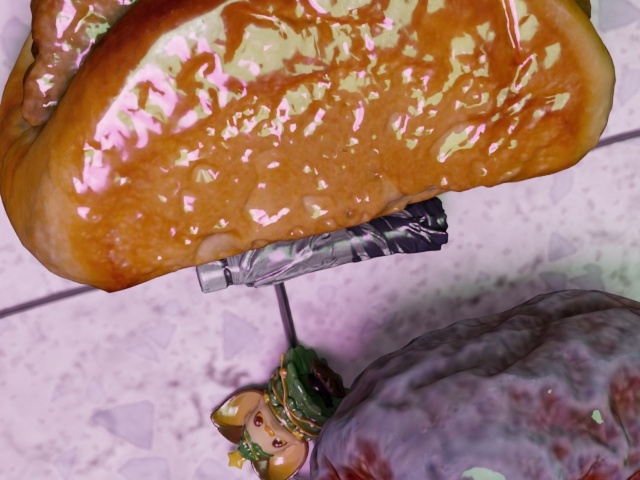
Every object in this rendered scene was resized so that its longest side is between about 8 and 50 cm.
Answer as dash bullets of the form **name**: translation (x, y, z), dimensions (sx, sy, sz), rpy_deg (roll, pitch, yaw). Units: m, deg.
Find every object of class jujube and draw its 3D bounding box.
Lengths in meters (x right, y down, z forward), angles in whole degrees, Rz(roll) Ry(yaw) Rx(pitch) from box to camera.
- **jujube**: translation (0.141, 0.158, 1.013), dimensions (0.317, 0.226, 0.226), rpy_deg (-19, 117, -33)

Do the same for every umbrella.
- **umbrella**: translation (0.000, 0.000, 1.034), dimensions (0.188, 0.046, 0.050), rpy_deg (-12, 99, -4)

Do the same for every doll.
- **doll**: translation (-0.024, 0.131, 1.081), dimensions (0.078, 0.077, 0.113), rpy_deg (48, 127, 3)

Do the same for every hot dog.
- **hot dog**: translation (-0.020, -0.130, 0.901), dimensions (0.405, 0.185, 0.223), rpy_deg (-15, 115, -7)

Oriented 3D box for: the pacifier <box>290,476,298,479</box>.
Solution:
- **pacifier**: translation (-0.008, 0.203, 1.107), dimensions (0.078, 0.081, 0.099), rpy_deg (19, 81, 14)
